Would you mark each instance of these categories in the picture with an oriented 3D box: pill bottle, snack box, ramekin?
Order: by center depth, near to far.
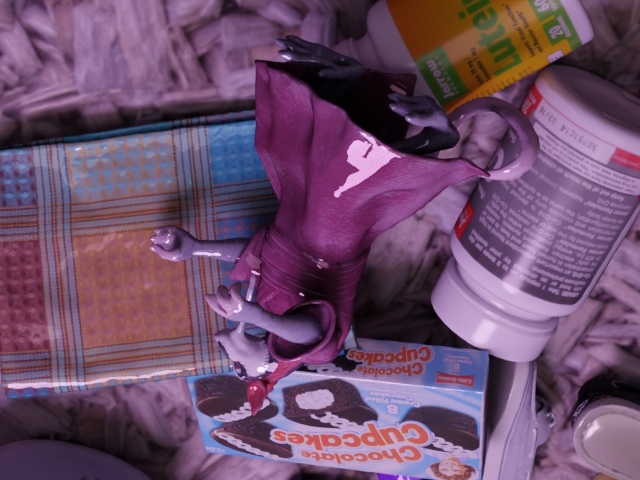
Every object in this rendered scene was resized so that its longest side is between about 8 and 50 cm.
[{"bbox_3d":[0.131,-0.200,1.343,0.246,0.136,0.136,-28,115,13],"label":"pill bottle"},{"bbox_3d":[0.235,-0.024,1.426,0.161,0.161,0.283,22,115,-13],"label":"pill bottle"},{"bbox_3d":[0.021,0.180,1.498,0.322,0.060,0.187,5,140,10],"label":"snack box"},{"bbox_3d":[-0.292,0.331,1.547,0.273,0.273,0.127,16,104,-10],"label":"ramekin"}]

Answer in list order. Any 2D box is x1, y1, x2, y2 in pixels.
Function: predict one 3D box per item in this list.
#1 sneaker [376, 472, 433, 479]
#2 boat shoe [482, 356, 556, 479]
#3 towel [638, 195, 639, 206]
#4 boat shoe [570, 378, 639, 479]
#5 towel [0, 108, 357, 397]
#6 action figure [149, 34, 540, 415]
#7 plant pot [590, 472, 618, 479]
[{"bbox_3d":[0.140,0.338,1.621,0.102,0.146,0.293,-18,117,7],"label":"sneaker"},{"bbox_3d":[0.231,0.214,1.605,0.081,0.079,0.227,0,123,-12],"label":"boat shoe"},{"bbox_3d":[0.453,-0.082,1.398,0.275,0.031,0.199,10,124,-48],"label":"towel"},{"bbox_3d":[0.441,0.263,1.612,0.340,0.113,0.127,24,111,-9],"label":"boat shoe"},{"bbox_3d":[-0.158,0.009,1.416,0.370,0.040,0.271,-8,84,-1],"label":"towel"},{"bbox_3d":[0.000,0.000,1.308,0.276,0.248,0.370,3,119,-22],"label":"action figure"},{"bbox_3d":[0.389,0.351,1.665,0.134,0.095,0.134,-1,117,-1],"label":"plant pot"}]
